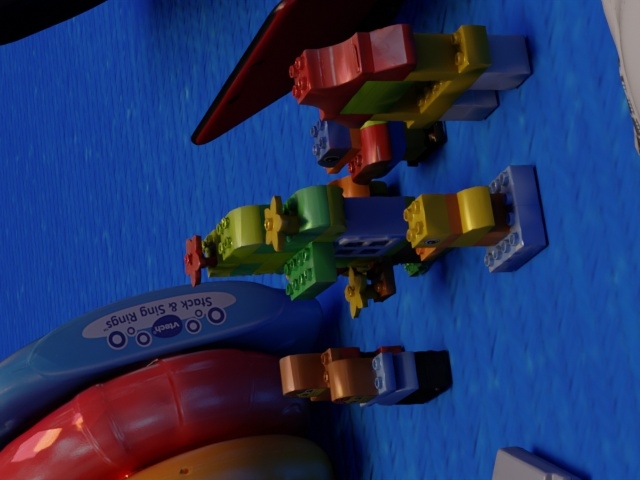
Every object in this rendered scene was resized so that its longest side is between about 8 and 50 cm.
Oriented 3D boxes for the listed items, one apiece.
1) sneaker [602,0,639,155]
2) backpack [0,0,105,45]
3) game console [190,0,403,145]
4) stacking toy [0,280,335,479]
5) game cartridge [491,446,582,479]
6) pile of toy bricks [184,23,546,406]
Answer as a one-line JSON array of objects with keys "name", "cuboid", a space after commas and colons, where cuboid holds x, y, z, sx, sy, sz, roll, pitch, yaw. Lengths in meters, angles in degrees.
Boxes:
[{"name": "sneaker", "cuboid": [0.099, -0.129, 0.502, 0.095, 0.090, 0.235, 154, 115, -79]}, {"name": "backpack", "cuboid": [-0.172, -0.310, 1.065, 0.355, 0.273, 0.290, 67, 163, -4]}, {"name": "game console", "cuboid": [-0.005, -0.120, 0.789, 0.144, 0.085, 0.124, 134, 132, -63]}, {"name": "stacking toy", "cuboid": [-0.042, 0.184, 0.854, 0.166, 0.175, 0.302, 115, 137, -57]}, {"name": "game cartridge", "cuboid": [0.075, 0.118, 0.679, 0.056, 0.017, 0.083, -161, 71, -66]}, {"name": "pile of toy bricks", "cuboid": [0.000, 0.000, 0.751, 0.212, 0.105, 0.118, 133, 132, -64]}]
